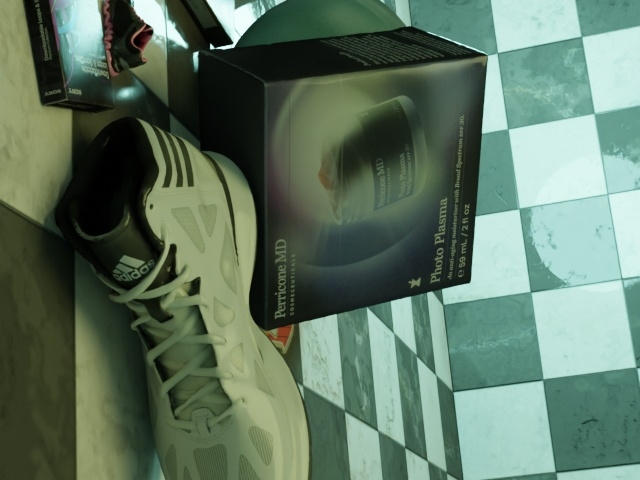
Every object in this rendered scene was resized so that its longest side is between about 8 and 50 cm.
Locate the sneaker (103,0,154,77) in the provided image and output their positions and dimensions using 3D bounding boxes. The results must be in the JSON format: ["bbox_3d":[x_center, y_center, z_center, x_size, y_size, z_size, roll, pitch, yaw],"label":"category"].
[{"bbox_3d":[-0.204,-0.228,1.260,0.047,0.057,0.119,58,25,-53],"label":"sneaker"}]

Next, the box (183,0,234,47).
[{"bbox_3d":[-0.157,-0.396,1.610,0.136,0.036,0.225,55,27,-60],"label":"box"}]

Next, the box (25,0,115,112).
[{"bbox_3d":[-0.245,-0.208,1.138,0.116,0.029,0.162,-13,95,-76],"label":"box"}]

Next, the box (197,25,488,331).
[{"bbox_3d":[0.024,-0.080,1.384,0.183,0.294,0.296,35,-49,54],"label":"box"}]

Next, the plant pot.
[{"bbox_3d":[-0.024,-0.181,1.572,0.196,0.293,0.293,-30,113,-47],"label":"plant pot"}]

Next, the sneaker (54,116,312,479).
[{"bbox_3d":[-0.154,0.089,1.120,0.257,0.169,0.447,30,44,-61],"label":"sneaker"}]

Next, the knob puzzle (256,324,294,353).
[{"bbox_3d":[-0.059,0.069,1.704,0.213,0.030,0.213,-10,90,-77],"label":"knob puzzle"}]
